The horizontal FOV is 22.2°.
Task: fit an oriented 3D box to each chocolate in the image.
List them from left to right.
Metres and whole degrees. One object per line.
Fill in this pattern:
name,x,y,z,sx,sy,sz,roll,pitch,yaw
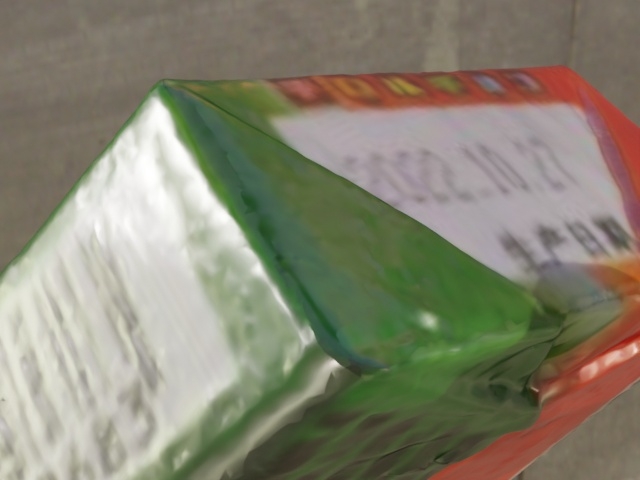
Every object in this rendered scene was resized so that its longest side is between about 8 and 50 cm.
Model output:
chocolate,-0.017,0.076,0.768,0.341,0.360,0.161,-9,61,-50
